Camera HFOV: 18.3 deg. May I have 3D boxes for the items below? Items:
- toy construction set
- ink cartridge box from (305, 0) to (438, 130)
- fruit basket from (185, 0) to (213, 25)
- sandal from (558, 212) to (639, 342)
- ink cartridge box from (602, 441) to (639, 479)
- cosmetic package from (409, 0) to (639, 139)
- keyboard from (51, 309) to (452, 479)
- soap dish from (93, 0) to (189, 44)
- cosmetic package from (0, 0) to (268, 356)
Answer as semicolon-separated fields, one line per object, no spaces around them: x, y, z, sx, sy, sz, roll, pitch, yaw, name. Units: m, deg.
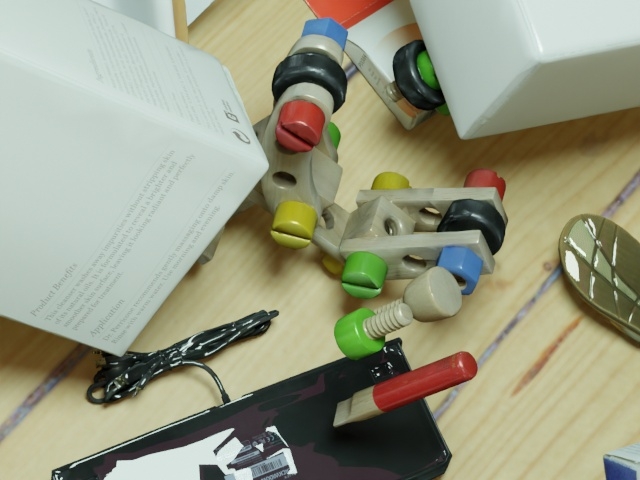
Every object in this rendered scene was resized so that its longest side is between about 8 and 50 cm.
0.000;0.000;1.609;0.257;0.237;0.309;17;57;-44;toy construction set
0.083;-0.207;1.773;0.145;0.045;0.179;-34;82;-21;ink cartridge box
-0.176;-0.364;1.667;0.327;0.165;0.353;-42;83;16;fruit basket
0.271;0.050;1.714;0.180;0.049;0.072;38;72;-11;sandal
0.387;0.282;1.552;0.330;0.071;0.324;-13;101;-25;ink cartridge box
0.300;-0.248;1.636;0.453;0.161;0.230;-11;73;-25;cosmetic package
-0.068;0.153;1.614;0.317;0.033;0.202;-19;76;-18;keyboard
-0.255;-0.180;1.594;0.290;0.229;0.118;-9;30;-9;soap dish
-0.259;-0.084;1.446;0.385;0.217;0.156;25;26;-34;cosmetic package
